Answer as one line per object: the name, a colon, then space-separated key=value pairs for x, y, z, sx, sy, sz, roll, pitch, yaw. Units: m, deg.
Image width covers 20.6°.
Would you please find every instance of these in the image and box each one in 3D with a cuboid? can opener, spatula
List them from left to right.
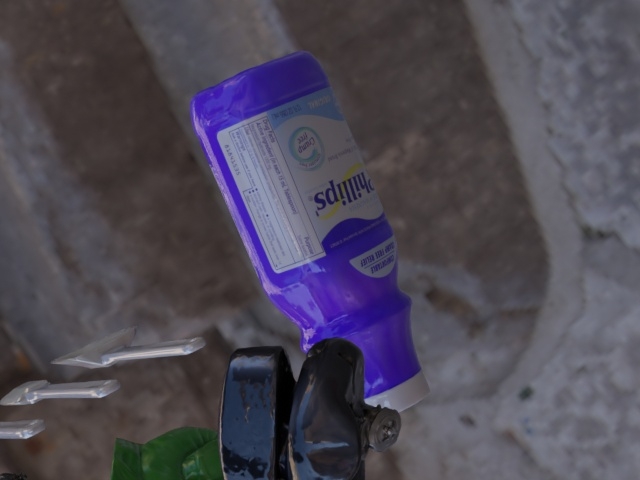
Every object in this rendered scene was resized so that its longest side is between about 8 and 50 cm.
spatula: x=-0.177 y=0.098 z=1.206 sx=0.242 sy=0.168 sz=0.019 roll=-15 pitch=100 yaw=63
can opener: x=0.001 y=0.130 z=0.789 sx=0.073 sy=0.059 sz=0.186 roll=5 pitch=112 yaw=27

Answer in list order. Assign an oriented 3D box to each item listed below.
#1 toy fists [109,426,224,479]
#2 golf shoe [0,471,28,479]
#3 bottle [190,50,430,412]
toy fists: x=-0.104 y=0.281 z=1.368 sx=0.096 sy=0.142 sz=0.279 roll=111 pitch=164 yaw=-68
golf shoe: x=-0.246 y=0.304 z=1.580 sx=0.198 sy=0.094 sz=0.077 roll=48 pitch=179 yaw=6
bottle: x=0.000 y=0.000 z=1.347 sx=0.092 sy=0.118 sz=0.282 roll=-21 pitch=94 yaw=36
